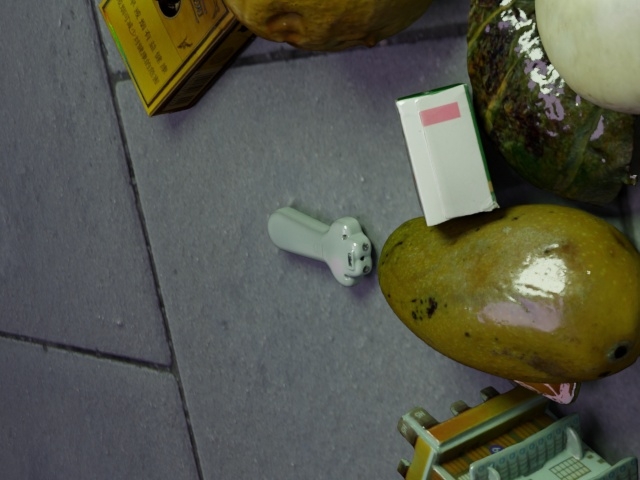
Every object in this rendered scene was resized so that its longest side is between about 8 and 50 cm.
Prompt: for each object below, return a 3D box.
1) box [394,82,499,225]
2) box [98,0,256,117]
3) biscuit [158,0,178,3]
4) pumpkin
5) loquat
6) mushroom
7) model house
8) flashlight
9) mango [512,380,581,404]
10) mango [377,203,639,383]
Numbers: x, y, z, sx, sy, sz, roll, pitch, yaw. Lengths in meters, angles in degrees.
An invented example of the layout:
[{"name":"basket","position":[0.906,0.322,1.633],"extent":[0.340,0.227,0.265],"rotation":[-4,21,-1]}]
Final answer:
[{"name":"box","position":[0.131,-0.097,1.387],"extent":[0.199,0.081,0.135],"rotation":[-87,-17,-83]},{"name":"box","position":[-0.188,-0.326,1.782],"extent":[0.301,0.084,0.192],"rotation":[-38,76,53]},{"name":"biscuit","position":[-0.142,-0.469,1.435],"extent":[0.091,0.407,0.407],"rotation":[18,130,-1]},{"name":"pumpkin","position":[0.227,-0.156,1.258],"extent":[0.163,0.111,0.278],"rotation":[-144,45,-61]},{"name":"loquat","position":[0.012,-0.345,1.379],"extent":[0.276,0.276,0.283],"rotation":[-26,66,54]},{"name":"mushroom","position":[0.319,-0.210,1.087],"extent":[0.260,0.234,0.253],"rotation":[-22,45,23]},{"name":"model house","position":[0.202,0.289,1.428],"extent":[0.215,0.224,0.198],"rotation":[40,133,37]},{"name":"flashlight","position":[0.000,0.000,1.716],"extent":[0.200,0.048,0.093],"rotation":[20,120,50]},{"name":"mango","position":[0.227,0.110,1.442],"extent":[0.187,0.066,0.101],"rotation":[44,109,33]},{"name":"mango","position":[0.192,0.048,1.350],"extent":[0.330,0.176,0.175],"rotation":[9,118,31]}]
